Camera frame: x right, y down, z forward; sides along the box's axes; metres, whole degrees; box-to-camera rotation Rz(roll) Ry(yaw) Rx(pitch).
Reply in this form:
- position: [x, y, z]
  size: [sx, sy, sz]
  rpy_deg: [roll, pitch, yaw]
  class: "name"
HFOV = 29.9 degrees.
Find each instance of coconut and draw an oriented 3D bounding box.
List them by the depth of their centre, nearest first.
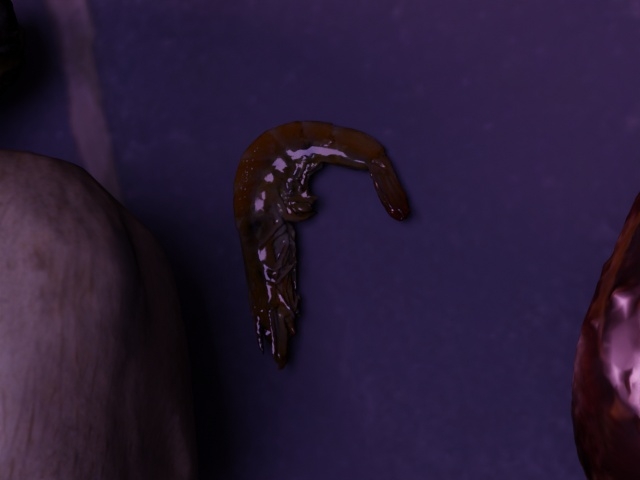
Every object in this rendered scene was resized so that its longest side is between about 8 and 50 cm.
- position: [-0.148, 0.074, 0.489]
  size: [0.224, 0.224, 0.224]
  rpy_deg: [-2, 83, 19]
  class: "coconut"

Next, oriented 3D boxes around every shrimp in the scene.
- position: [0.000, 0.000, 0.538]
  size: [0.083, 0.023, 0.114]
  rpy_deg: [-4, 79, 16]
  class: "shrimp"

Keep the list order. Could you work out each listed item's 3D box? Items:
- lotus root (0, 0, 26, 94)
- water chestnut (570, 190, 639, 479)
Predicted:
- position: [-0.288, -0.051, 0.579]
  size: [0.309, 0.173, 0.173]
  rpy_deg: [-30, 75, 10]
  class: "lotus root"
- position: [0.200, 0.043, 0.386]
  size: [0.223, 0.238, 0.224]
  rpy_deg: [-9, 79, 59]
  class: "water chestnut"
